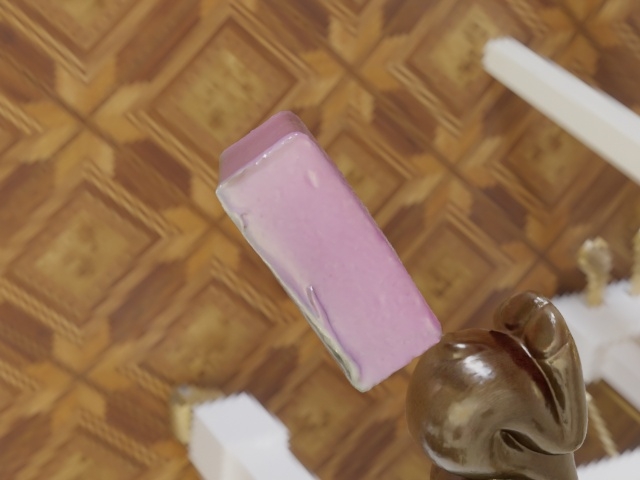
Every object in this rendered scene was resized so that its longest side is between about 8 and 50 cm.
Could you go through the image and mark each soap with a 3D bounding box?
[{"bbox_3d":[0.002,-0.001,1.359,0.081,0.259,0.181,-36,96,1],"label":"soap"}]

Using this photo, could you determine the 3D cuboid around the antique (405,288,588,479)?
[{"bbox_3d":[0.145,0.172,1.576,0.143,0.121,0.257,-30,142,-20],"label":"antique"}]
